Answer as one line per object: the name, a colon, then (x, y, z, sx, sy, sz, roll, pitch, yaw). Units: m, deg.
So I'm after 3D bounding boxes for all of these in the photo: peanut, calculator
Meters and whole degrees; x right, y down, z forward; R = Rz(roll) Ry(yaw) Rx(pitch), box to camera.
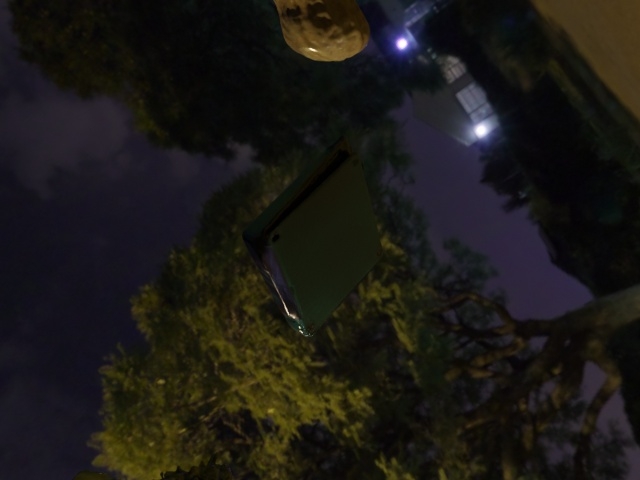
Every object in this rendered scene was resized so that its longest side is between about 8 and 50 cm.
peanut: (-0.017, -0.430, 1.180, 0.291, 0.143, 0.159, 48, -138, -43)
calculator: (0.000, 0.000, 1.087, 0.058, 0.248, 0.274, 23, 149, 37)

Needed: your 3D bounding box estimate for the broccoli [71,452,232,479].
broccoli: (-0.257, 0.474, 0.995, 0.272, 0.334, 0.324, 26, 167, 39)
